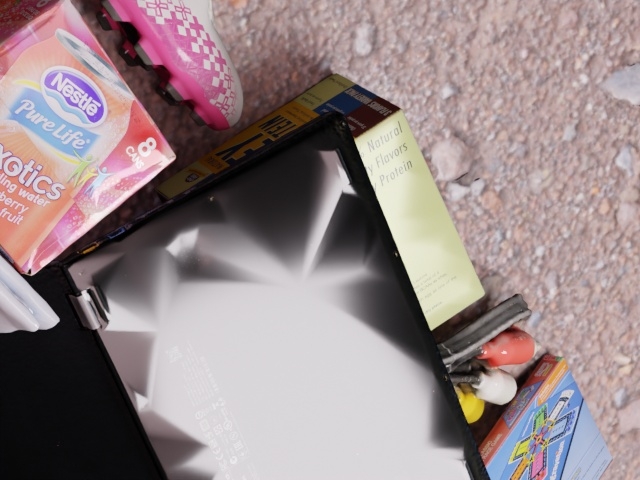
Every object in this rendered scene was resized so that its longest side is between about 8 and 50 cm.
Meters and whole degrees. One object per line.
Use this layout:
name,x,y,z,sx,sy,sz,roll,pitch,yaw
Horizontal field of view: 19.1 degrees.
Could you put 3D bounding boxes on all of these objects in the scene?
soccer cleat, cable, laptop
soccer cleat,-0.134,-0.237,1.528,0.143,0.116,0.331,-41,120,-8
cable,0.130,0.118,1.730,0.139,0.072,0.287,-51,164,16
laptop,-0.129,0.139,1.586,0.408,0.236,0.382,-30,112,-20

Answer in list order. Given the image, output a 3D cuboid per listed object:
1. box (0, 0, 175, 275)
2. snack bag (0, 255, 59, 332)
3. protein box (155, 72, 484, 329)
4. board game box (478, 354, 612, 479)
box,-0.248,-0.111,1.407,0.142,0.300,0.154,-39,119,-10
snack bag,-0.391,-0.029,1.362,0.323,0.342,0.037,49,55,-28
protein box,0.000,0.000,1.663,0.200,0.136,0.201,-33,119,-12
board game box,0.185,0.258,1.841,0.281,0.027,0.145,-49,126,-33
